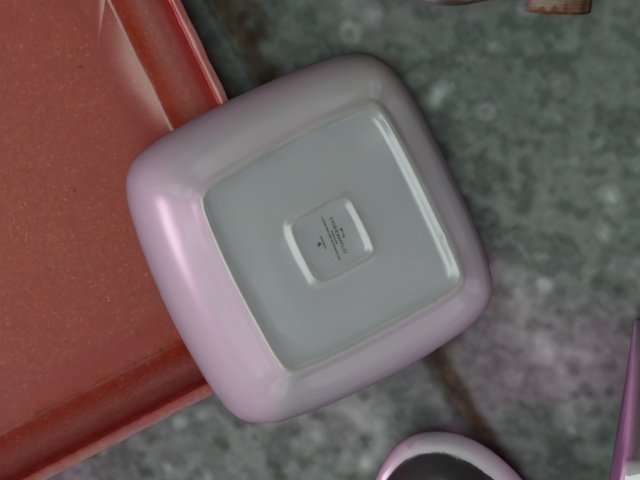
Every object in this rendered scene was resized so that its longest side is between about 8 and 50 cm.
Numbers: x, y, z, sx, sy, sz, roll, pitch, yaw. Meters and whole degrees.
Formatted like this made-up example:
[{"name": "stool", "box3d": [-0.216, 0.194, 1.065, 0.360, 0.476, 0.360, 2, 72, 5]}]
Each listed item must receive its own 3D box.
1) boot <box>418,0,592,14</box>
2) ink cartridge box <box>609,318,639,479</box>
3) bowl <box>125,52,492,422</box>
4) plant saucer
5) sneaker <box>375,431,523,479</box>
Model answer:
[{"name": "boot", "box3d": [0.073, -0.158, 0.839, 0.106, 0.037, 0.114, 3, 106, -4]}, {"name": "ink cartridge box", "box3d": [0.255, 0.129, 0.776, 0.289, 0.211, 0.121, 7, 104, 8]}, {"name": "bowl", "box3d": [0.000, 0.000, 0.850, 0.142, 0.053, 0.142, -26, 97, -11]}, {"name": "plant saucer", "box3d": [-0.164, -0.019, 0.863, 0.259, 0.048, 0.258, -27, 96, -10]}, {"name": "sneaker", "box3d": [0.070, 0.240, 0.868, 0.104, 0.147, 0.296, -7, 99, 13]}]
